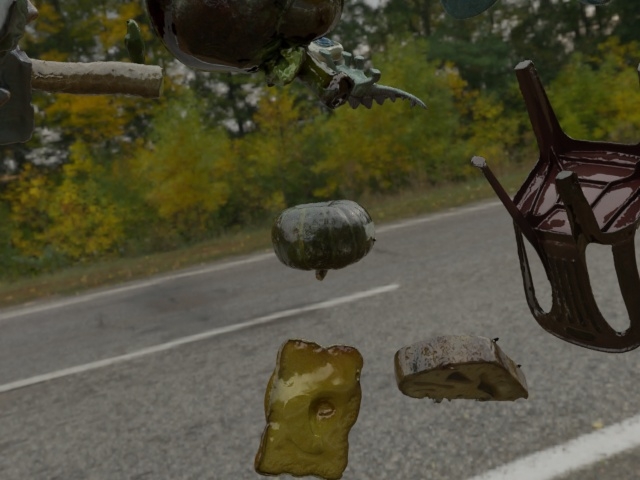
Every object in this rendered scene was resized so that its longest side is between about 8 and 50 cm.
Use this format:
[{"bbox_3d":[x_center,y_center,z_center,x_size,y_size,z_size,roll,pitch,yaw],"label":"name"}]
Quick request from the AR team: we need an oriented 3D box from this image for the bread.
[{"bbox_3d":[-0.020,0.276,1.280,0.161,0.233,0.088,13,3,-25],"label":"bread"}]

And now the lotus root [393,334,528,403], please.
[{"bbox_3d":[0.268,0.240,1.434,0.261,0.170,0.074,1,52,2],"label":"lotus root"}]

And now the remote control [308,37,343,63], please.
[{"bbox_3d":[-0.020,-0.352,1.372,0.122,0.032,0.074,31,36,26],"label":"remote control"}]

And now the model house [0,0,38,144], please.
[{"bbox_3d":[-0.564,-0.310,1.191,0.297,0.360,0.339,-43,-13,-4],"label":"model house"}]

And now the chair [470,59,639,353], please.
[{"bbox_3d":[0.322,-0.033,0.941,0.176,0.326,0.183,15,59,42],"label":"chair"}]

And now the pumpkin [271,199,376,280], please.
[{"bbox_3d":[0.001,0.003,1.879,0.260,0.189,0.260,-8,5,1],"label":"pumpkin"}]

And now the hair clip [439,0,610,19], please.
[{"bbox_3d":[0.381,-0.590,1.346,0.238,0.318,0.392,-38,26,-22],"label":"hair clip"}]

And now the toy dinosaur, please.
[{"bbox_3d":[0.066,-0.238,1.184,0.209,0.082,0.039,21,42,6],"label":"toy dinosaur"}]

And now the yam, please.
[{"bbox_3d":[-0.494,-0.336,1.572,0.357,0.081,0.081,6,10,0],"label":"yam"}]

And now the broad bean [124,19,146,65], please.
[{"bbox_3d":[-0.514,-0.522,2.144,0.061,0.195,0.046,30,56,8],"label":"broad bean"}]

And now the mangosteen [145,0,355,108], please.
[{"bbox_3d":[-0.077,-0.273,0.940,0.231,0.289,0.231,-32,-1,-1],"label":"mangosteen"}]
